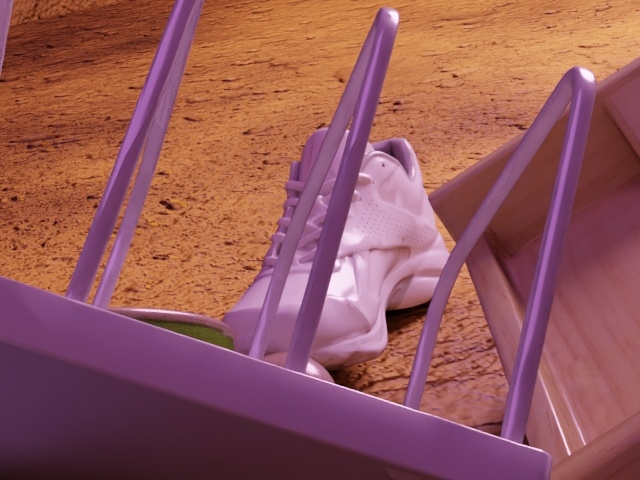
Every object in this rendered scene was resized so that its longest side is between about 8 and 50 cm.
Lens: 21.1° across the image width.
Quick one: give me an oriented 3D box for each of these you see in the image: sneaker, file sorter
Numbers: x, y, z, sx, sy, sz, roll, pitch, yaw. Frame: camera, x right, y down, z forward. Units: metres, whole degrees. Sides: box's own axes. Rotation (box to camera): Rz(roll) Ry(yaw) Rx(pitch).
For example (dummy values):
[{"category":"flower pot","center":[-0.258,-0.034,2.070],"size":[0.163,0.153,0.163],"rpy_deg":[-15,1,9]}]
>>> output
[{"category":"sneaker","center":[0.000,0.000,0.938],"size":[0.090,0.115,0.232],"rpy_deg":[-5,14,21]},{"category":"file sorter","center":[-0.073,0.005,0.576],"size":[0.278,0.193,0.173],"rpy_deg":[18,59,-5]}]

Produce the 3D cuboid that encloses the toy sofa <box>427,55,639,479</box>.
[{"category":"toy sofa","center":[0.161,0.056,0.677],"size":[0.150,0.177,0.362],"rpy_deg":[-34,15,8]}]

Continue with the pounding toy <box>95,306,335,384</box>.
[{"category":"pounding toy","center":[-0.109,0.105,0.760],"size":[0.183,0.110,0.237],"rpy_deg":[-14,-16,28]}]

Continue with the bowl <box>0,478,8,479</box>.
[{"category":"bowl","center":[-0.179,0.180,0.438],"size":[0.298,0.134,0.298],"rpy_deg":[-14,13,3]}]
